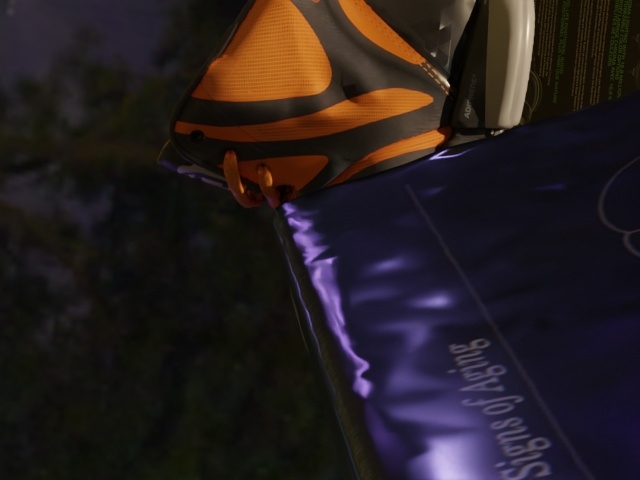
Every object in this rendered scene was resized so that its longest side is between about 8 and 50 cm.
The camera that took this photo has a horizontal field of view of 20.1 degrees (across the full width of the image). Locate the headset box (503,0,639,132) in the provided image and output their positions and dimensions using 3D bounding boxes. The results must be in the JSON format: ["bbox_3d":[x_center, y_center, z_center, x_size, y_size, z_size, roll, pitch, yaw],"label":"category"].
[{"bbox_3d":[0.249,-0.119,1.227,0.283,0.246,0.131,19,-73,54],"label":"headset box"}]

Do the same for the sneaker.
[{"bbox_3d":[0.000,0.000,0.949,0.124,0.180,0.321,-137,-126,-84],"label":"sneaker"}]

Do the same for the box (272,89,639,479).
[{"bbox_3d":[0.263,0.111,0.515,0.480,0.472,0.297,-110,-175,-72],"label":"box"}]
